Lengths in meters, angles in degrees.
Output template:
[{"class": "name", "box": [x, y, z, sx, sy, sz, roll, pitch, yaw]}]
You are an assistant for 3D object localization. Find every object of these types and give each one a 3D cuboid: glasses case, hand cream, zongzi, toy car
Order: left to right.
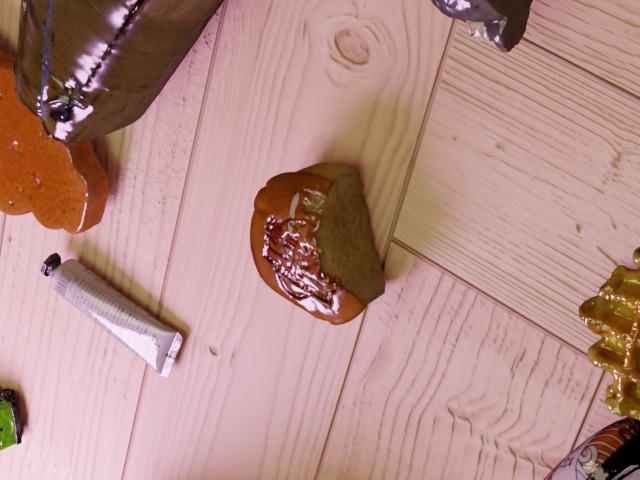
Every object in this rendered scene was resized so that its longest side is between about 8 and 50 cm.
[{"class": "toy car", "box": [-0.451, 0.219, 1.993, 0.165, 0.062, 0.071, 12, 116, 35]}, {"class": "zongzi", "box": [-0.258, -0.306, 1.549, 0.360, 0.160, 0.323, 51, 130, 9]}, {"class": "hand cream", "box": [-0.237, 0.079, 1.783, 0.194, 0.042, 0.067, 35, 119, 16]}, {"class": "glasses case", "box": [0.221, 0.256, 1.447, 0.067, 0.103, 0.267, 45, 129, 17]}]

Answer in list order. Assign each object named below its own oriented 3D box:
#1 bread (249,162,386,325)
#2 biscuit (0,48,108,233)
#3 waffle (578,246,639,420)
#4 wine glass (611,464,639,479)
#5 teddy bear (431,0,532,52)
[{"class": "bread", "box": [-0.007, 0.004, 1.532, 0.125, 0.086, 0.156, -9, 102, 42]}, {"class": "biscuit", "box": [-0.361, -0.131, 1.781, 0.334, 0.047, 0.202, 38, 133, 23]}, {"class": "waffle", "box": [0.316, 0.099, 1.335, 0.210, 0.055, 0.161, 23, 121, 29]}, {"class": "wine glass", "box": [0.329, 0.280, 1.320, 0.204, 0.111, 0.111, 38, 134, -16]}, {"class": "teddy bear", "box": [0.085, -0.286, 1.312, 0.251, 0.144, 0.171, 31, 104, 24]}]
